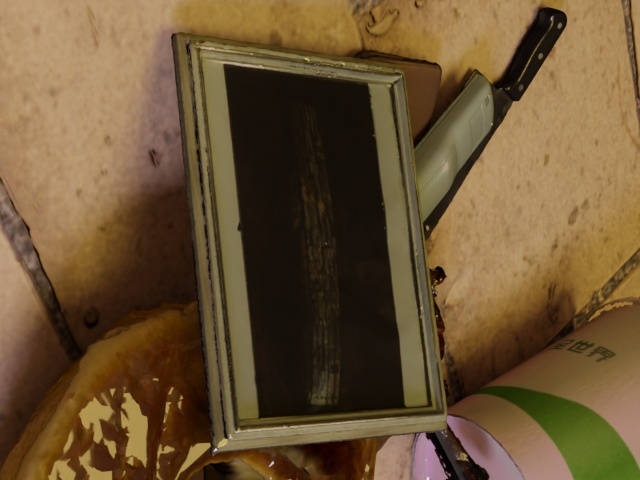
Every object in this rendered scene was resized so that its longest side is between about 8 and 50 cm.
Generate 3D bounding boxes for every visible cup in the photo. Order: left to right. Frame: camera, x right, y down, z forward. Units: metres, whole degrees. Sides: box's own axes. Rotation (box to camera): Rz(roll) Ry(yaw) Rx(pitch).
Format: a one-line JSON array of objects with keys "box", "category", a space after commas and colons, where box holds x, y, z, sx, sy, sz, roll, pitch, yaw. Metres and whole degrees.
[{"box": [0.249, 0.209, 1.411, 0.274, 0.253, 0.253, -19, 122, -33], "category": "cup"}]

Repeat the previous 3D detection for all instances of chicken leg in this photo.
[{"box": [0.091, 0.117, 1.280, 0.051, 0.106, 0.253, -29, 113, -27], "category": "chicken leg"}]

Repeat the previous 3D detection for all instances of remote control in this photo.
[{"box": [0.103, -0.068, 1.222, 0.162, 0.029, 0.061, -51, 150, -29], "category": "remote control"}]

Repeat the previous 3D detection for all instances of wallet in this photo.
[{"box": [0.049, -0.077, 1.194, 0.118, 0.039, 0.152, -2, 111, -49], "category": "wallet"}]

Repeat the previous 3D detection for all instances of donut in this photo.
[{"box": [-0.102, 0.202, 1.052, 0.330, 0.160, 0.330, 1, 87, -34], "category": "donut"}]

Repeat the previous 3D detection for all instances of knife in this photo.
[{"box": [0.141, -0.114, 1.292, 0.245, 0.019, 0.072, -57, 138, -7], "category": "knife"}]

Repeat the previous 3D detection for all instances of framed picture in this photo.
[{"box": [0.000, 0.000, 1.053, 0.231, 0.018, 0.293, 1, 79, -43], "category": "framed picture"}]

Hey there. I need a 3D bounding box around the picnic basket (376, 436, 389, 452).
[{"box": [-0.010, 0.189, 1.251, 0.193, 0.055, 0.110, -49, 137, -22], "category": "picnic basket"}]
